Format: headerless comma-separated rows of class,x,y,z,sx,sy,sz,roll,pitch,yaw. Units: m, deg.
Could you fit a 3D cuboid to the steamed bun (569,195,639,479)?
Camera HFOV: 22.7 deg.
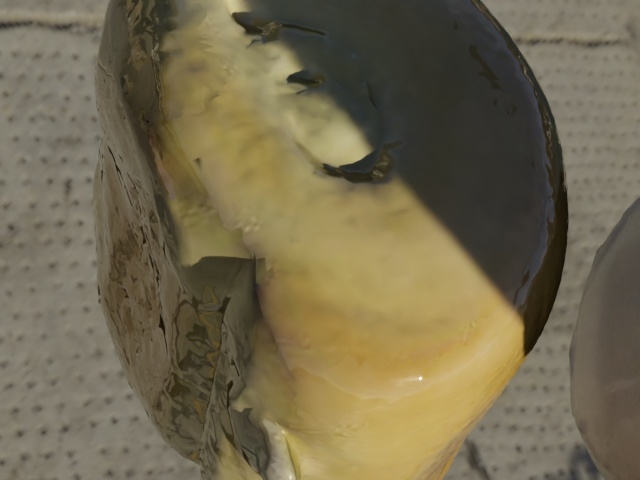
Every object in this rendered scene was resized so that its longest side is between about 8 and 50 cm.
steamed bun,0.348,0.088,1.172,0.206,0.324,0.324,21,55,-38

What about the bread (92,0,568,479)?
bread,0.000,0.000,0.982,0.253,0.376,0.348,-19,65,-19
